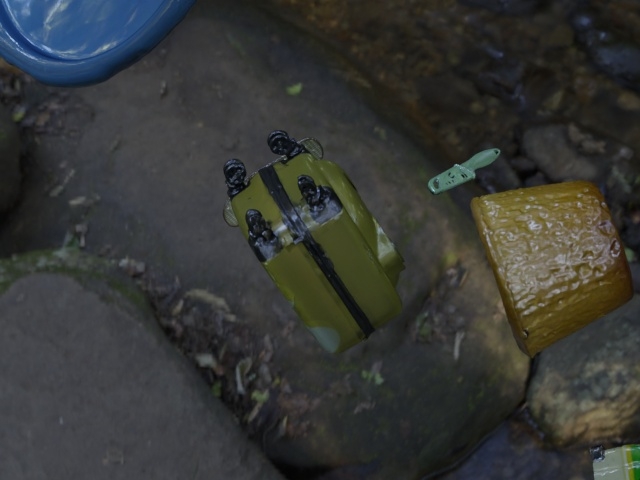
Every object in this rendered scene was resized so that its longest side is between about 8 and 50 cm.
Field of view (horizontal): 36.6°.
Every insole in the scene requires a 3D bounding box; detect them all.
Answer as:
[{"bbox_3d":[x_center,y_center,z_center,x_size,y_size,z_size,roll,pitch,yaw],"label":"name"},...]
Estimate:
[{"bbox_3d":[-0.099,-0.121,1.985,0.253,0.086,0.005,-40,27,-3],"label":"insole"}]

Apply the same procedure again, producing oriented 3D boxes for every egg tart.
[{"bbox_3d":[0.269,0.024,1.114,0.147,0.202,0.203,-18,55,12],"label":"egg tart"}]

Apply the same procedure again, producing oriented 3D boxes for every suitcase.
[{"bbox_3d":[0.000,0.000,1.159,0.143,0.235,0.194,-33,29,1],"label":"suitcase"}]

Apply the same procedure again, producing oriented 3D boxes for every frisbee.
[{"bbox_3d":[-0.152,-0.250,0.687,0.049,0.289,0.289,4,44,-54],"label":"frisbee"}]

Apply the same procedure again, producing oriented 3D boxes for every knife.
[{"bbox_3d":[0.278,-0.133,1.830,0.043,0.020,0.293,46,38,14],"label":"knife"}]

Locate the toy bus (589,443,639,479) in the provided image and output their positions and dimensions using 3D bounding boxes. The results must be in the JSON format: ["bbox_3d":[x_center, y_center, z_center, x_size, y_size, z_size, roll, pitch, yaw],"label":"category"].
[{"bbox_3d":[0.455,0.413,1.253,0.143,0.179,0.306,40,41,-38],"label":"toy bus"}]
